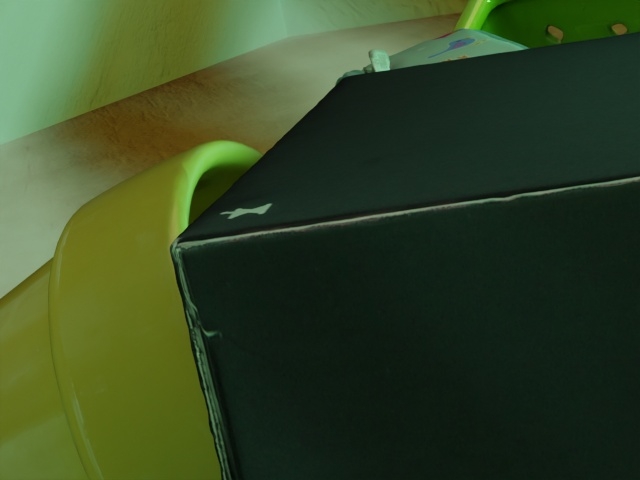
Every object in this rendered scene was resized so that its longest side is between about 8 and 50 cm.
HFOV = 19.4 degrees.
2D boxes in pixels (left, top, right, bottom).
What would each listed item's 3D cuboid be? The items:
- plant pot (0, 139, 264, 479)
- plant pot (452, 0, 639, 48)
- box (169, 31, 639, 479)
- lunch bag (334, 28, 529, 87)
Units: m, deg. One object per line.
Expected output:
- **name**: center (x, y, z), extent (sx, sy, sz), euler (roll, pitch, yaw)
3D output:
- **plant pot**: center (-0.101, 0.108, 1.004), extent (0.239, 0.254, 0.254), euler (-25, 7, 21)
- **plant pot**: center (0.212, -0.046, 1.287), extent (0.228, 0.207, 0.227), euler (-5, 44, 34)
- **box**: center (0.091, 0.089, 0.714), extent (0.182, 0.294, 0.296), euler (-10, 13, 14)
- **lunch bag**: center (0.091, 0.021, 1.053), extent (0.108, 0.279, 0.224), euler (-17, 15, -4)
